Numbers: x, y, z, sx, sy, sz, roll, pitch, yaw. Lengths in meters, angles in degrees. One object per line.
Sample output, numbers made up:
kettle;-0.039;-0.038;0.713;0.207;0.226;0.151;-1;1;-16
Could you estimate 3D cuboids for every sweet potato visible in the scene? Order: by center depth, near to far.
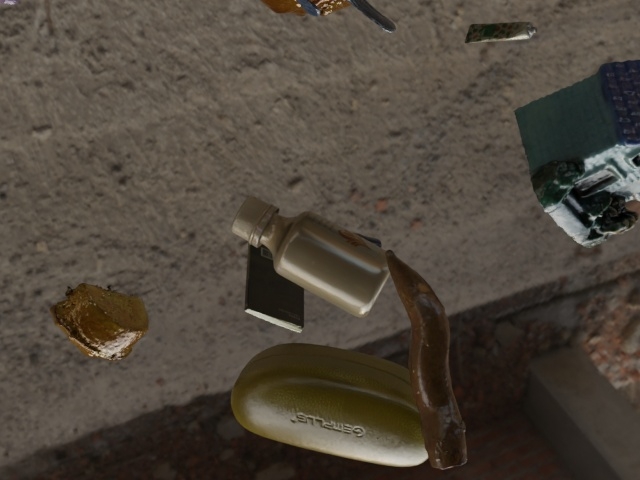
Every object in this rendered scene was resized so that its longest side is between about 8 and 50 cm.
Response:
sweet potato;0.140;0.145;1.060;0.059;0.281;0.067;-8;177;-18

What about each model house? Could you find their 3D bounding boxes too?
model house;0.546;-0.169;1.424;0.329;0.251;0.295;-29;138;25

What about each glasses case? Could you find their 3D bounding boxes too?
glasses case;0.026;0.289;1.459;0.372;0.141;0.173;10;112;10

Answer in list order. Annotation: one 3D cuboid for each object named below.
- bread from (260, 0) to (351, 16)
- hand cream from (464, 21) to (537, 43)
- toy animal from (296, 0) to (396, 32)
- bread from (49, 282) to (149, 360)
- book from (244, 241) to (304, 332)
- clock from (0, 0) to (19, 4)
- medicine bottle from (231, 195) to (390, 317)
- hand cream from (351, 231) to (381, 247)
bread;0.006;-0.561;1.636;0.312;0.172;0.312;-14;171;-2
hand cream;0.405;-0.468;1.853;0.037;0.165;0.057;47;57;-49
toy animal;0.007;-0.377;1.092;0.239;0.176;0.255;-39;108;-43
bread;-0.472;0.184;1.817;0.143;0.139;0.229;-46;149;12
book;-0.111;0.110;2.042;0.160;0.228;0.024;23;131;-23
clock;-0.624;-0.517;1.557;0.050;0.152;0.110;-38;160;35
medicine bottle;-0.016;0.016;1.284;0.114;0.252;0.114;-61;175;-9
hand cream;0.000;0.000;1.838;0.271;0.061;0.120;12;159;-25
